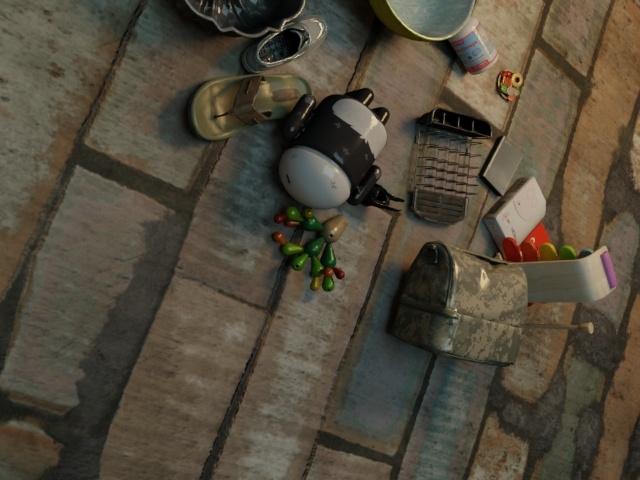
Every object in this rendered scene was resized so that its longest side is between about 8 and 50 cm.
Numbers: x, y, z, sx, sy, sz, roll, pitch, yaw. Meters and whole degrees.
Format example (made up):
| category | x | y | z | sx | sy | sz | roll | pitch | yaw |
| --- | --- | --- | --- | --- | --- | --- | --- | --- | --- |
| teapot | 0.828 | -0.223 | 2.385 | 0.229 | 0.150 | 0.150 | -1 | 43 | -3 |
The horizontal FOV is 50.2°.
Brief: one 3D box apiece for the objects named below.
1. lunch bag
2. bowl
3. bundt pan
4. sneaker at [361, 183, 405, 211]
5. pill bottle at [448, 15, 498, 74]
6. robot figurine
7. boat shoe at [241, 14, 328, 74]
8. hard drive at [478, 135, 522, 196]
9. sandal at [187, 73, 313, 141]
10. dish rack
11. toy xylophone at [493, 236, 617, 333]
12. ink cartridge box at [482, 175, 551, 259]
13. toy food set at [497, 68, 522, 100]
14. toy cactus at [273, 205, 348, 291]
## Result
| category | x | y | z | sx | sy | sz | roll | pitch | yaw |
| --- | --- | --- | --- | --- | --- | --- | --- | --- | --- |
| lunch bag | 0.349 | 0.149 | 1.646 | 0.305 | 0.212 | 0.256 | 16 | 90 | -32 |
| bowl | 0.197 | -0.585 | 1.549 | 0.289 | 0.156 | 0.290 | -2 | 94 | -33 |
| bundt pan | -0.180 | -0.550 | 1.324 | 0.330 | 0.124 | 0.331 | -2 | 94 | -33 |
| sneaker | 0.104 | -0.115 | 1.550 | 0.170 | 0.089 | 0.051 | 31 | 76 | -31 |
| pill bottle | 0.372 | -0.502 | 1.709 | 0.160 | 0.087 | 0.087 | 48 | 68 | -25 |
| robot figurine | 0.030 | -0.196 | 1.453 | 0.209 | 0.174 | 0.278 | 31 | 71 | 11 |
| boat shoe | -0.059 | -0.414 | 1.434 | 0.227 | 0.081 | 0.079 | -35 | 110 | -26 |
| hard drive | 0.485 | -0.200 | 1.835 | 0.094 | 0.022 | 0.135 | 39 | 71 | -28 |
| sandal | -0.133 | -0.287 | 1.388 | 0.302 | 0.086 | 0.120 | -23 | 104 | -30 |
| dish rack | 0.320 | -0.178 | 1.698 | 0.208 | 0.074 | 0.272 | 7 | 89 | -32 |
| toy xylophone | 0.585 | 0.115 | 1.743 | 0.081 | 0.322 | 0.236 | -35 | 118 | -39 |
| ink cartridge box | 0.562 | -0.029 | 1.876 | 0.189 | 0.066 | 0.232 | -43 | 110 | -24 |
| toy food set | 0.510 | -0.420 | 1.842 | 0.083 | 0.020 | 0.083 | 15 | 84 | -33 |
| toy cactus | 0.000 | 0.000 | 1.491 | 0.180 | 0.112 | 0.219 | -43 | 106 | -35 |
